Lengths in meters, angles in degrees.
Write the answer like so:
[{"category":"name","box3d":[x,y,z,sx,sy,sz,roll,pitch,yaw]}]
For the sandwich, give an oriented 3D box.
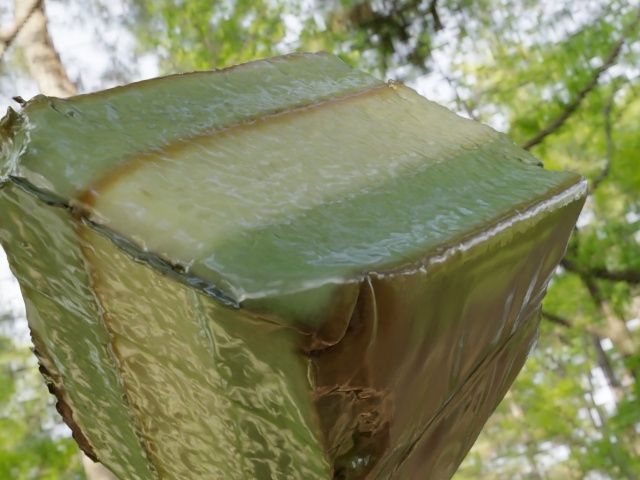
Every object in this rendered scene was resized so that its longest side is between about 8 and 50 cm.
[{"category":"sandwich","box3d":[0.001,0.000,0.504,0.198,0.155,0.227,-51,-24,-28]}]
